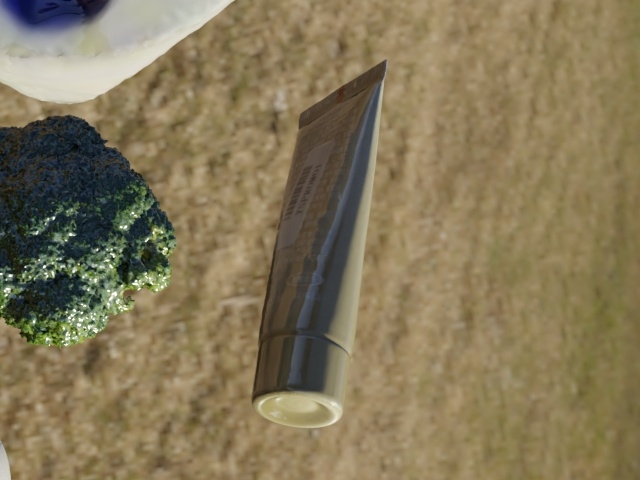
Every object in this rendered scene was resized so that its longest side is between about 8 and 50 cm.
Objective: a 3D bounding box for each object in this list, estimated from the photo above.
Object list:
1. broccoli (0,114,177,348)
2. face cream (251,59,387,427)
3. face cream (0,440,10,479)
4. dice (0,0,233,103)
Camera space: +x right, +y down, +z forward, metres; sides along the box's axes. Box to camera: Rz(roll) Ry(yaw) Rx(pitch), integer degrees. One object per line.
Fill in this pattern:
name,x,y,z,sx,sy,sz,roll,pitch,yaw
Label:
broccoli,-0.352,0.008,2.060,0.304,0.321,0.283,-49,166,-23
face cream,0.000,0.000,1.515,0.084,0.137,0.341,25,57,-28
face cream,-0.443,0.264,1.755,0.153,0.177,0.177,-15,92,-63
dice,-0.114,-0.233,0.866,0.243,0.251,0.259,49,14,-17
